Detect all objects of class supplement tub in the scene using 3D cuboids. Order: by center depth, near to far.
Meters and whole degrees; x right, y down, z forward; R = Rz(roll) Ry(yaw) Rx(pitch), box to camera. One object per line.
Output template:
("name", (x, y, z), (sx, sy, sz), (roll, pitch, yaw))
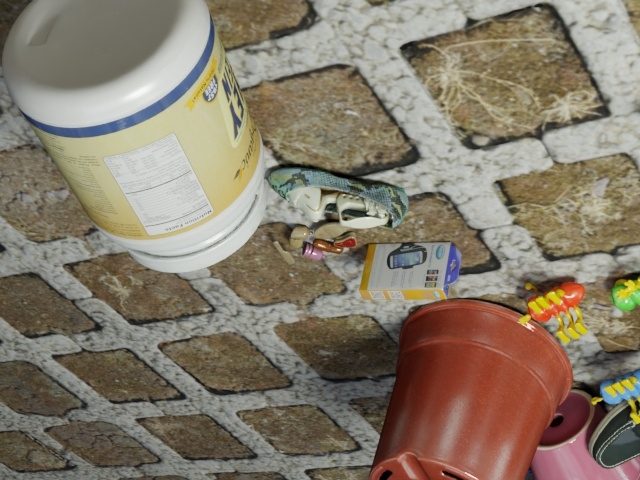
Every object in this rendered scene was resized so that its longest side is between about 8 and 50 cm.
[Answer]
("supplement tub", (-0.194, -0.130, 1.284), (0.228, 0.228, 0.316), (1, 145, 18))

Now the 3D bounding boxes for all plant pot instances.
("plant pot", (0.205, 0.274, 1.651), (0.272, 0.265, 0.272), (15, 139, 14))
("plant pot", (0.414, 0.343, 1.805), (0.201, 0.201, 0.180), (-15, 122, 35))

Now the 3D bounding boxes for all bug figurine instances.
("bug figurine", (0.418, 0.130, 1.569), (0.216, 0.072, 0.279), (-26, 119, 33))

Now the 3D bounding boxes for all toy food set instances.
("toy food set", (0.000, 0.000, 1.593), (0.122, 0.019, 0.078), (-12, 139, 21))

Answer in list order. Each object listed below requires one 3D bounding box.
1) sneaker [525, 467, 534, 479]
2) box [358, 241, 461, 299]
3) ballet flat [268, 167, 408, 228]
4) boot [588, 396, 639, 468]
("sneaker", (0.421, 0.460, 2.048), (0.083, 0.087, 0.221), (-10, 140, 29))
("box", (0.126, 0.042, 1.550), (0.136, 0.081, 0.028), (0, 144, 20))
("ballet flat", (0.019, -0.051, 1.470), (0.188, 0.070, 0.070), (8, 146, 9))
("boot", (0.508, 0.291, 1.619), (0.236, 0.178, 0.085), (-39, 123, 14))
